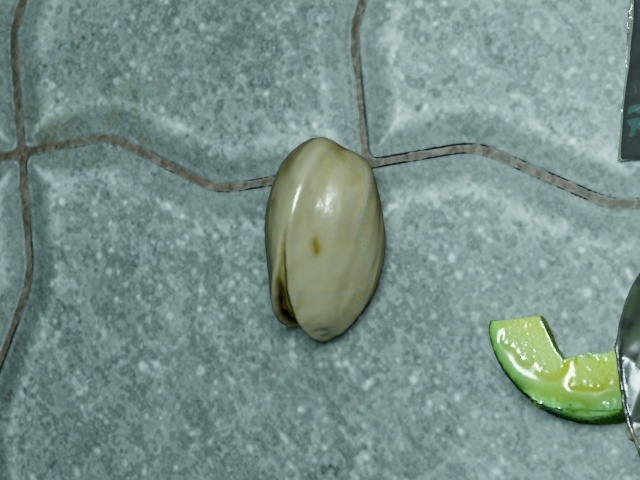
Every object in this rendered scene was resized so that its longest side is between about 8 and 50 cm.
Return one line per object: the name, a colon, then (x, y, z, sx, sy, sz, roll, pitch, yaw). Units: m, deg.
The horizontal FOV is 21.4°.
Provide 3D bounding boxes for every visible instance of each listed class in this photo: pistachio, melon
pistachio: (0.000, 0.000, 1.907, 0.137, 0.153, 0.238, 22, 123, 37)
melon: (0.275, 0.134, 1.794, 0.209, 0.064, 0.118, -3, 80, 25)

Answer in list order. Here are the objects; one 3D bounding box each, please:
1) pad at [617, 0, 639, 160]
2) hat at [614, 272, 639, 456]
pad: (0.398, -0.195, 1.774, 0.174, 0.022, 0.233, 5, 89, 28)
hat: (0.510, 0.137, 1.629, 0.381, 0.257, 0.366, -4, 76, -13)
